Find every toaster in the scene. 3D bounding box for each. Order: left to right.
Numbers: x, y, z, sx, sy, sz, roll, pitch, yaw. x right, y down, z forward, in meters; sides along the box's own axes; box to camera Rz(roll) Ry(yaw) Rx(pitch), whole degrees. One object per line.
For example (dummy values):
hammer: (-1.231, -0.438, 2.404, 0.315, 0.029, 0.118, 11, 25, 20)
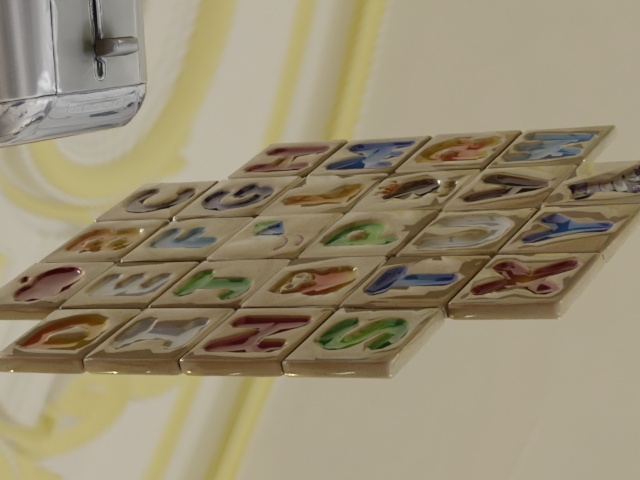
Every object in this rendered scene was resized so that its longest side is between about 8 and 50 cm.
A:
toaster: (-0.190, -0.118, 1.015, 0.227, 0.129, 0.146, -6, -86, 35)

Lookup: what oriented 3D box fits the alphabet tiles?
alphabet tiles: (0.000, 0.000, 1.019, 0.342, 0.285, 0.011, -2, -66, 32)
